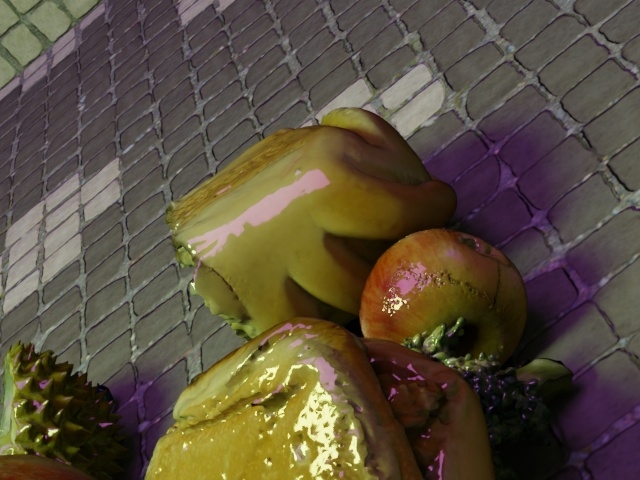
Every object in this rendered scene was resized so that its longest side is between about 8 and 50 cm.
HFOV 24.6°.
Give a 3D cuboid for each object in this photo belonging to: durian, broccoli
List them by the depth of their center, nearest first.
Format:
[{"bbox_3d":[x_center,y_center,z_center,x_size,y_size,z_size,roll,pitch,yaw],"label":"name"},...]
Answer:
[{"bbox_3d":[0.125,0.133,1.174,0.160,0.167,0.154,-24,52,-24],"label":"broccoli"},{"bbox_3d":[-0.306,0.230,1.576,0.167,0.172,0.306,-27,50,16],"label":"durian"}]

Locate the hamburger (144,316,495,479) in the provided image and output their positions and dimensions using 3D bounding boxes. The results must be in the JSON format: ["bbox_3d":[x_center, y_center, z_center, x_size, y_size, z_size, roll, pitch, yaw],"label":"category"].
[{"bbox_3d":[-0.008,0.217,1.063,0.304,0.174,0.284,-31,55,54],"label":"hamburger"}]

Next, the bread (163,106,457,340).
[{"bbox_3d":[0.000,0.000,1.452,0.270,0.211,0.316,-34,16,-4],"label":"bread"}]

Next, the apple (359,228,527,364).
[{"bbox_3d":[0.104,0.057,1.280,0.146,0.146,0.146,-34,27,19],"label":"apple"}]

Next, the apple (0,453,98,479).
[{"bbox_3d":[-0.272,0.347,1.207,0.348,0.277,0.348,-39,10,8],"label":"apple"}]

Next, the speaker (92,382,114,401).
[{"bbox_3d":[-0.290,0.207,1.743,0.095,0.060,0.075,-4,31,0],"label":"speaker"}]
